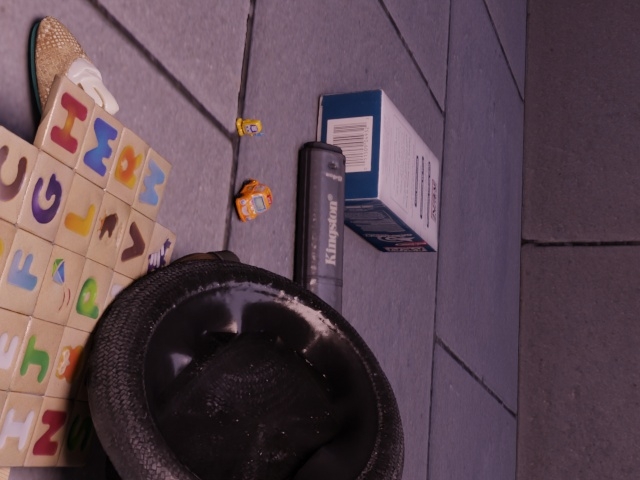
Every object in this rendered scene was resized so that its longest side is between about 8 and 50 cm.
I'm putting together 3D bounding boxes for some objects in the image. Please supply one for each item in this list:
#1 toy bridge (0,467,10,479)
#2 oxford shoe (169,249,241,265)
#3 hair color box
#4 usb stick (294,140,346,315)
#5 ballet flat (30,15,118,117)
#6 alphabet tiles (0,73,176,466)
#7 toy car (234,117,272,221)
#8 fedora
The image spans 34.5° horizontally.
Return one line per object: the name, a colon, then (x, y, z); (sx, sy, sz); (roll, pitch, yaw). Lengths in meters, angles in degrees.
toy bridge: (-0.280, 0.125, 0.735); (0.188, 0.026, 0.063); (55, 36, -56)
oxford shoe: (-0.140, 0.125, 1.069); (0.096, 0.083, 0.227); (-3, 96, -44)
hair color box: (0.100, -0.099, 1.661); (0.347, 0.105, 0.173); (34, 57, -65)
usb stick: (0.000, 0.000, 1.448); (0.077, 0.045, 0.278); (9, 77, -34)
ballet flat: (-0.205, -0.093, 0.898); (0.073, 0.067, 0.206); (-25, 111, -68)
alphabet tiles: (-0.198, 0.040, 0.824); (0.342, 0.011, 0.285); (45, 59, -73)
toy car: (-0.083, -0.087, 1.262); (0.060, 0.041, 0.122); (-42, 127, -64)
fedora: (-0.085, 0.173, 0.950); (0.334, 0.152, 0.334); (27, 38, -23)
